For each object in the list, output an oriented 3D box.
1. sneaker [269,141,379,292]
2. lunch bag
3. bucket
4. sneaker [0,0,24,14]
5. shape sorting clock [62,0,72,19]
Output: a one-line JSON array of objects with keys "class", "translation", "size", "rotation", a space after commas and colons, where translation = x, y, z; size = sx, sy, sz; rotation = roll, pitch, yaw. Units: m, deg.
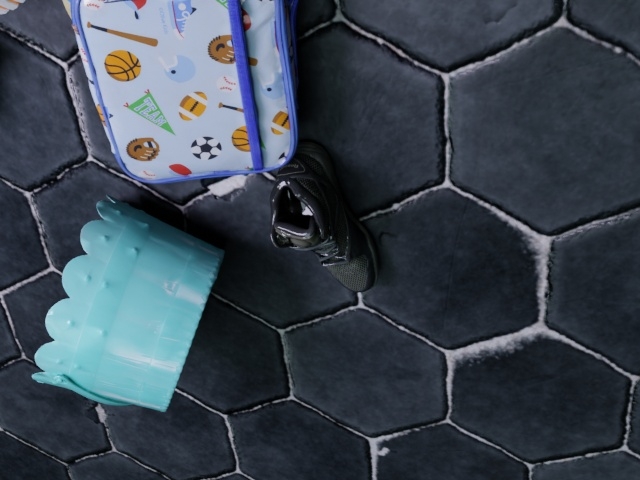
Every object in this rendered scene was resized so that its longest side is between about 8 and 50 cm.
[{"class": "sneaker", "translation": [0.000, 0.000, 1.169], "size": [0.087, 0.130, 0.227], "rotation": [-7, 126, 28]}, {"class": "lunch bag", "translation": [-0.137, -0.207, 1.028], "size": [0.243, 0.115, 0.303], "rotation": [-4, 135, 0]}, {"class": "bucket", "translation": [-0.257, 0.095, 1.255], "size": [0.183, 0.281, 0.281], "rotation": [21, 132, -6]}, {"class": "sneaker", "translation": [-0.362, -0.341, 1.061], "size": [0.215, 0.083, 0.084], "rotation": [-28, 148, 24]}, {"class": "shape sorting clock", "translation": [-0.214, -0.301, 1.071], "size": [0.206, 0.040, 0.206], "rotation": [10, 125, 14]}]
